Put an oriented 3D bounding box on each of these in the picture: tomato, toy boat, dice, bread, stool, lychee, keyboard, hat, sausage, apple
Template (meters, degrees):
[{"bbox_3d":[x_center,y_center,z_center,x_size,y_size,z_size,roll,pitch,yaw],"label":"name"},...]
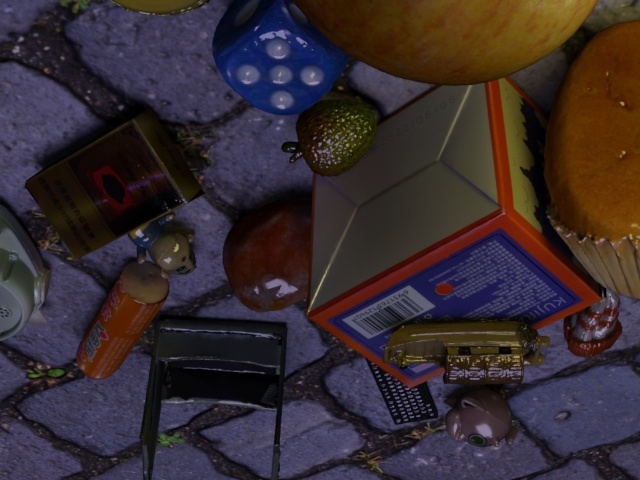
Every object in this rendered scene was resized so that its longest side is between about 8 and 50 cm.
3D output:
[{"bbox_3d":[-0.061,0.038,1.790,0.214,0.155,0.181,-28,105,26],"label":"tomato"},{"bbox_3d":[0.198,0.155,1.512,0.225,0.088,0.068,0,140,0],"label":"toy boat"},{"bbox_3d":[-0.052,-0.267,1.488,0.146,0.146,0.143,34,131,-30],"label":"dice"},{"bbox_3d":[0.417,-0.116,1.456,0.236,0.389,0.183,-9,142,23],"label":"bread"},{"bbox_3d":[-0.189,0.297,2.019,0.243,0.270,0.170,3,137,-1],"label":"stool"},{"bbox_3d":[0.014,-0.152,1.635,0.146,0.114,0.114,-24,133,7],"label":"lychee"},{"bbox_3d":[0.149,0.265,2.154,0.100,0.018,0.310,-10,136,12],"label":"keyboard"},{"bbox_3d":[0.481,0.114,1.924,0.112,0.093,0.162,-23,140,-31],"label":"hat"},{"bbox_3d":[-0.373,0.162,2.012,0.093,0.093,0.312,21,134,-19],"label":"sausage"},{"bbox_3d":[0.125,-0.352,1.219,0.400,0.400,0.334,13,140,-12],"label":"apple"}]

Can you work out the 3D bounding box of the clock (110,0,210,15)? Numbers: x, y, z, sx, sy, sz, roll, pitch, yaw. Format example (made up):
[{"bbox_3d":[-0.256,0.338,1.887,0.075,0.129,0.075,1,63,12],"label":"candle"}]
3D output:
[{"bbox_3d":[-0.223,-0.379,1.442,0.237,0.057,0.237,2,136,2],"label":"clock"}]

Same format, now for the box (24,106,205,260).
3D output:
[{"bbox_3d":[-0.321,-0.083,1.718,0.240,0.071,0.159,-24,103,27],"label":"box"}]

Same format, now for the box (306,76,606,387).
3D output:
[{"bbox_3d":[0.191,-0.016,1.625,0.348,0.319,0.257,-31,128,30],"label":"box"}]

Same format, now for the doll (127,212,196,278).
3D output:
[{"bbox_3d":[-0.267,0.002,1.844,0.089,0.102,0.179,23,166,49],"label":"doll"}]

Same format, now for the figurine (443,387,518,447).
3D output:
[{"bbox_3d":[0.312,0.348,2.162,0.138,0.125,0.125,32,132,-8],"label":"figurine"}]

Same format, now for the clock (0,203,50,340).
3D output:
[{"bbox_3d":[-0.605,0.071,1.911,0.265,0.109,0.324,-12,136,15],"label":"clock"}]
